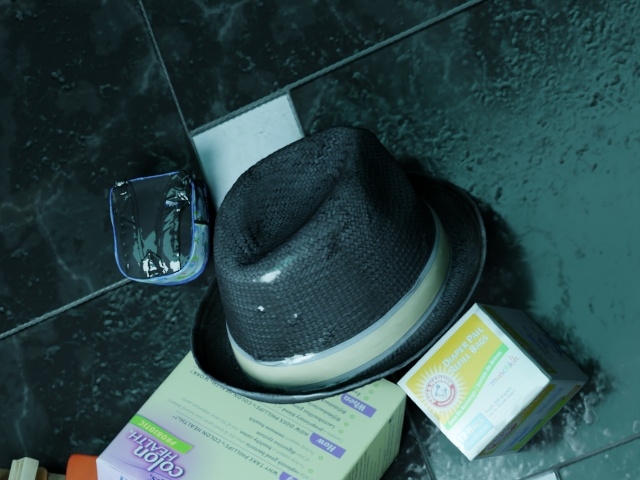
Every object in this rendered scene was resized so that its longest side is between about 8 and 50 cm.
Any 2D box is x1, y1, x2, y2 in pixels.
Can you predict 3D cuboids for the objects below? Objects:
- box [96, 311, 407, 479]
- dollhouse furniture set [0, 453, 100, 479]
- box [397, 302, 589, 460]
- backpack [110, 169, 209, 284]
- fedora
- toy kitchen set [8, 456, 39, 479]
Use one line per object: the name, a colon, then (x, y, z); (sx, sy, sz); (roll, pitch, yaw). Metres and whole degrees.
box: (-0.066, 0.217, 1.753); (0.213, 0.117, 0.243); (27, 53, 18)
dollhouse furniture set: (-0.246, 0.357, 1.841); (0.262, 0.135, 0.259); (3, 80, 19)
box: (0.172, 0.138, 1.699); (0.114, 0.203, 0.103); (-46, 73, 9)
backpack: (-0.168, -0.009, 1.889); (0.105, 0.084, 0.114); (-7, 78, 18)
fedora: (0.000, 0.000, 1.711); (0.334, 0.152, 0.334); (-14, 38, 11)
toy kitchen set: (-0.354, 0.261, 1.834); (0.068, 0.083, 0.075); (-23, 51, 56)
